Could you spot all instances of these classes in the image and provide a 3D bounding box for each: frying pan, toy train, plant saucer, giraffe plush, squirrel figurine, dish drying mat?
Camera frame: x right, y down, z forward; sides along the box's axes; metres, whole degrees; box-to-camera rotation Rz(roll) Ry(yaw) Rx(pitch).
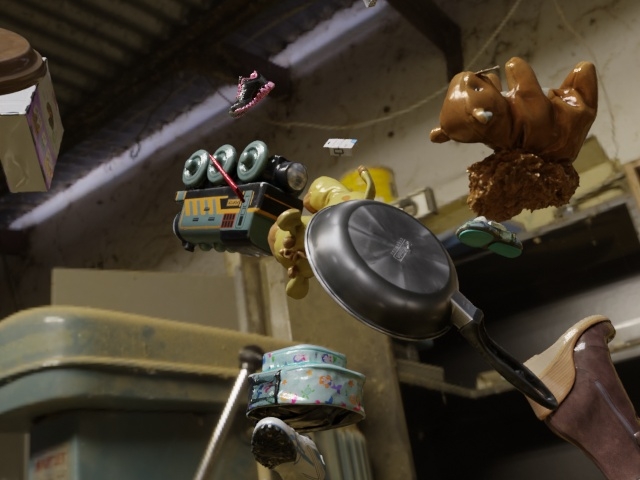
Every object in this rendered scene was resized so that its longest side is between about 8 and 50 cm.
[{"bbox_3d":[0.113,0.070,0.738,0.197,0.326,0.053,-15,-32,-45],"label":"frying pan"},{"bbox_3d":[-0.158,-0.068,1.258,0.333,0.190,0.142,0,-20,47],"label":"toy train"},{"bbox_3d":[-0.510,-0.246,0.903,0.277,0.278,0.041,-1,-60,-18],"label":"plant saucer"},{"bbox_3d":[0.000,0.000,1.012,0.170,0.182,0.210,-25,1,-31],"label":"giraffe plush"},{"bbox_3d":[0.458,-0.243,1.666,0.370,0.397,0.281,-2,-3,-36],"label":"squirrel figurine"},{"bbox_3d":[-0.125,-0.084,0.923,0.008,0.083,0.032,-36,-39,-4],"label":"dish drying mat"}]

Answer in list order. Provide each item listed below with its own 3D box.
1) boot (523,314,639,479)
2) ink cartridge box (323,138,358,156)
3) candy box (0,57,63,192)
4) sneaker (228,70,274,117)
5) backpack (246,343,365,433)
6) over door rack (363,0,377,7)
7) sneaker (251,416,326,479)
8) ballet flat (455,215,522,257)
[{"bbox_3d":[0.413,0.228,0.996,0.248,0.207,0.090,-21,-31,-38],"label":"boot"},{"bbox_3d":[0.056,-0.255,1.883,0.083,0.048,0.028,6,-53,23],"label":"ink cartridge box"},{"bbox_3d":[-0.527,-0.210,1.239,0.070,0.196,0.165,-3,-47,-7],"label":"candy box"},{"bbox_3d":[-0.138,-0.272,1.264,0.057,0.119,0.047,49,-38,-13],"label":"sneaker"},{"bbox_3d":[-0.020,0.348,1.586,0.225,0.191,0.253,27,-30,-38],"label":"backpack"},{"bbox_3d":[0.212,-0.688,1.508,0.239,0.108,0.324,-18,-26,-18],"label":"over door rack"},{"bbox_3d":[-0.053,0.354,1.163,0.085,0.086,0.237,-5,-41,18],"label":"sneaker"},{"bbox_3d":[0.344,-0.015,1.420,0.188,0.070,0.070,21,-37,-37],"label":"ballet flat"}]
